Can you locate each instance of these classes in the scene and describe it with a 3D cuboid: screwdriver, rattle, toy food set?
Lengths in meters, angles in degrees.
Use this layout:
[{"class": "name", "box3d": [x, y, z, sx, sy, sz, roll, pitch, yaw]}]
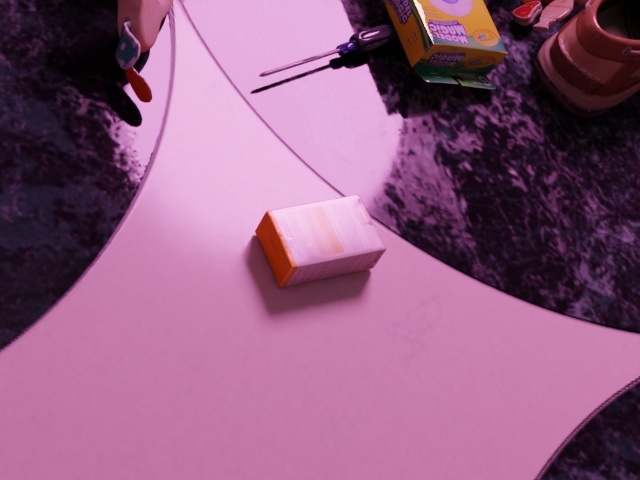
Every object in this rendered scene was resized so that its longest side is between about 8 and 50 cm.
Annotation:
[{"class": "screwdriver", "box3d": [0.006, -0.179, 1.549, 0.170, 0.025, 0.024, -25, 70, -30]}, {"class": "rattle", "box3d": [-0.204, -0.232, 1.463, 0.143, 0.130, 0.199, 11, 80, -3]}, {"class": "toy food set", "box3d": [0.248, -0.255, 1.687, 0.078, 0.019, 0.122, 22, 52, 42]}]

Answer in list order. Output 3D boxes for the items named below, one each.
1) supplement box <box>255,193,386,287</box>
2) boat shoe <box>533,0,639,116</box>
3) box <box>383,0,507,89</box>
[{"class": "supplement box", "box3d": [0.000, 0.000, 1.409, 0.098, 0.036, 0.062, -10, 62, -29]}, {"class": "boat shoe", "box3d": [0.362, -0.238, 1.677, 0.122, 0.120, 0.324, 46, 52, 11]}, {"class": "box", "box3d": [0.118, -0.232, 1.606, 0.105, 0.043, 0.179, 1, 58, -38]}]
